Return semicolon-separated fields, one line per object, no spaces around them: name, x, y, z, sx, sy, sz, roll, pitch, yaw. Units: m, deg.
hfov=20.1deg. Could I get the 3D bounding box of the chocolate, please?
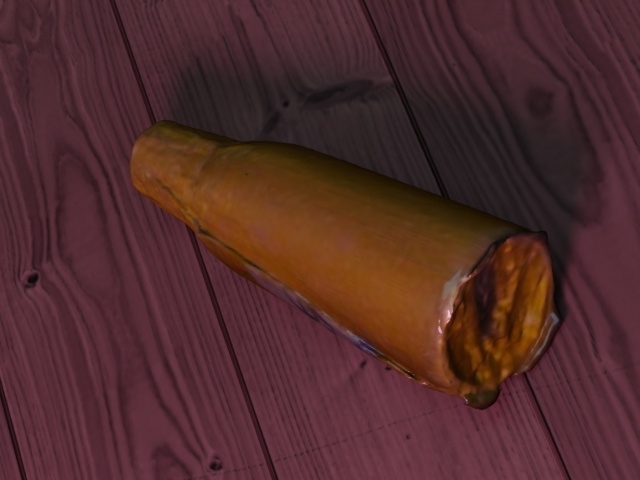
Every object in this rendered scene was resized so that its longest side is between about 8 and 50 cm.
chocolate;0.000;0.000;1.640;0.445;0.162;0.162;24;83;38
